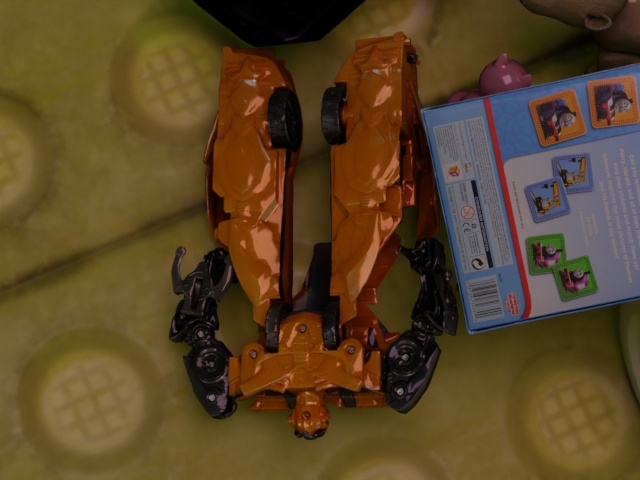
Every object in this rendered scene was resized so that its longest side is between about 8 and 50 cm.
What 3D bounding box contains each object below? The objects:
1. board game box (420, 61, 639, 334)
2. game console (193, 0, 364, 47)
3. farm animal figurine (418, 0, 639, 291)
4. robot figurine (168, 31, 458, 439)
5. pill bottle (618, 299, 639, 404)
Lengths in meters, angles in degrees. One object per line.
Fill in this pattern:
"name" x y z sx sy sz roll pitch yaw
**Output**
"board game box" 0.189 -0.035 1.333 0.211 0.039 0.160 -12 91 9
"game console" -0.087 -0.301 1.465 0.361 0.044 0.213 38 69 15
"farm animal figurine" 0.222 -0.146 1.431 0.326 0.172 0.330 -12 78 -10
"robot figurine" 0.000 0.000 1.395 0.211 0.085 0.291 -3 76 17
"pill bottle" 0.362 0.058 1.412 0.264 0.146 0.146 -17 79 -11
